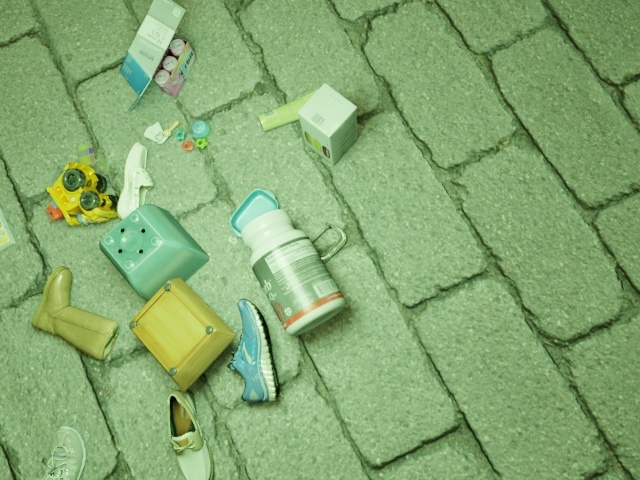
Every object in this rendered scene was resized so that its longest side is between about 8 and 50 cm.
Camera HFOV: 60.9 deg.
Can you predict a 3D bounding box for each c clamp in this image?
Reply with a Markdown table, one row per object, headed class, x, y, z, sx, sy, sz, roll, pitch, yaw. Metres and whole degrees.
| class | x | y | z | sx | sy | sz | roll | pitch | yaw |
| --- | --- | --- | --- | --- | --- | --- | --- | --- | --- |
| c clamp | 0.000 | 0.000 | 1.820 | 0.160 | 0.022 | 0.137 | -38 | 76 | -4 |

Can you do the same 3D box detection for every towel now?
| class | x | y | z | sx | sy | sz | roll | pitch | yaw |
| --- | --- | --- | --- | --- | --- | --- | --- | --- | --- |
| towel | -0.848 | -0.308 | 1.970 | 0.060 | 0.009 | 0.083 | -19 | 75 | 1 |

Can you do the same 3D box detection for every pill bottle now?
| class | x | y | z | sx | sy | sz | roll | pitch | yaw |
| --- | --- | --- | --- | --- | --- | --- | --- | --- | --- |
| pill bottle | -0.093 | 0.097 | 1.708 | 0.210 | 0.210 | 0.363 | -30 | 75 | -3 |

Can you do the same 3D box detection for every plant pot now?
| class | x | y | z | sx | sy | sz | roll | pitch | yaw |
| --- | --- | --- | --- | --- | --- | --- | --- | --- | --- |
| plant pot | -0.554 | 0.028 | 1.741 | 0.248 | 0.252 | 0.247 | -43 | 76 | -6 |

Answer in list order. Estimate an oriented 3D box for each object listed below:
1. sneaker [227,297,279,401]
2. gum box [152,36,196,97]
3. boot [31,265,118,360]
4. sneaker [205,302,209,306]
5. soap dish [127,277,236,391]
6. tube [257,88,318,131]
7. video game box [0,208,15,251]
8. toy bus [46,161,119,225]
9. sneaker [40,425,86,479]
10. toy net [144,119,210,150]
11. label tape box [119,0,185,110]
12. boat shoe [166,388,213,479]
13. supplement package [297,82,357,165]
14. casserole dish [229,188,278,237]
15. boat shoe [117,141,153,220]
| class | x | y | z | sx | sy | sz | roll | pitch | yaw |
| --- | --- | --- | --- | --- | --- | --- | --- | --- | --- |
| sneaker | -0.228 | 0.344 | 1.702 | 0.147 | 0.130 | 0.330 | -12 | 76 | -1 |
| gum box | -0.528 | -0.621 | 1.968 | 0.062 | 0.107 | 0.188 | 21 | 79 | 9 |
| boot | -0.787 | 0.236 | 1.800 | 0.269 | 0.089 | 0.236 | 20 | 89 | 9 |
| sneaker | -0.431 | 0.278 | 1.776 | 0.170 | 0.051 | 0.089 | -27 | 70 | -2 |
| soap dish | -0.438 | 0.279 | 1.682 | 0.291 | 0.118 | 0.229 | 40 | 83 | 24 |
| tube | -0.100 | -0.453 | 1.923 | 0.240 | 0.062 | 0.070 | -23 | 119 | -6 |
| video game box | -1.203 | -0.022 | 1.912 | 0.205 | 0.048 | 0.187 | -30 | 74 | -2 |
| toy bus | -0.828 | -0.124 | 1.865 | 0.211 | 0.149 | 0.220 | -40 | 79 | 8 |
| sneaker | -0.794 | 0.717 | 1.665 | 0.105 | 0.115 | 0.281 | -4 | 76 | 4 |
| toy net | -0.510 | -0.368 | 1.942 | 0.232 | 0.045 | 0.122 | -4 | 78 | 5 |
| label tape box | -0.617 | -0.650 | 1.905 | 0.115 | 0.249 | 0.348 | 29 | 77 | -24 |
| boat shoe | -0.414 | 0.607 | 1.666 | 0.113 | 0.103 | 0.302 | -22 | 76 | 0 |
| supplement package | 0.030 | -0.373 | 1.792 | 0.139 | 0.244 | 0.134 | 40 | 82 | 13 |
| casserole dish | -0.223 | -0.087 | 1.852 | 0.114 | 0.037 | 0.188 | 37 | 83 | 12 |
| boat shoe | -0.624 | -0.200 | 1.886 | 0.096 | 0.098 | 0.277 | 7 | 85 | 4 |
